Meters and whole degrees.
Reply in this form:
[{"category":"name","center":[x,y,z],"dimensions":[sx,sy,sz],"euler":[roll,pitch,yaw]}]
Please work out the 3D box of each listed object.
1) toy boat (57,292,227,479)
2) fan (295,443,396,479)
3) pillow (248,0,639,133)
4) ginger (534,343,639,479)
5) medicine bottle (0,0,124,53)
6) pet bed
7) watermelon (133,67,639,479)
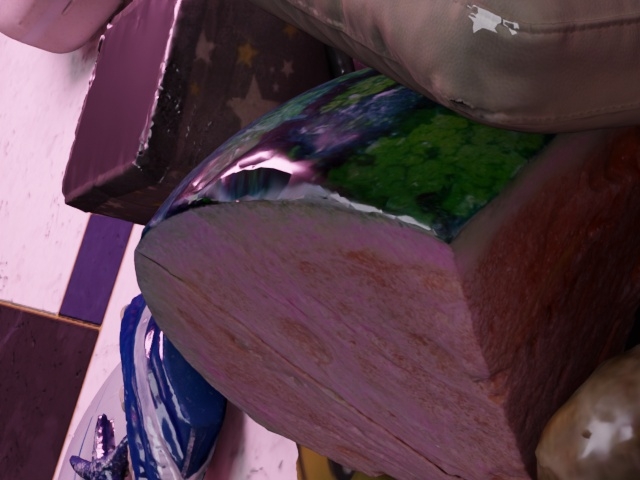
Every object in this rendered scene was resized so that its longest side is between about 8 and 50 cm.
[{"category":"toy boat","center":[-0.151,0.176,1.289],"dimensions":[0.291,0.070,0.210],"euler":[-64,26,17]},{"category":"fan","center":[0.056,0.059,1.007],"dimensions":[0.230,0.011,0.335],"euler":[-12,76,48]},{"category":"pillow","center":[0.133,-0.133,0.754],"dimensions":[0.255,0.322,0.119],"euler":[39,132,49]},{"category":"ginger","center":[0.206,0.108,0.659],"dimensions":[0.304,0.155,0.244],"euler":[-30,50,46]},{"category":"medicine bottle","center":[-0.247,-0.384,1.718],"dimensions":[0.282,0.123,0.375],"euler":[-46,37,37]},{"category":"pet bed","center":[-0.077,-0.092,1.241],"dimensions":[0.211,0.159,0.183],"euler":[-20,55,63]},{"category":"watermelon","center":[0.056,-0.011,0.907],"dimensions":[0.292,0.319,0.222],"euler":[21,65,40]}]
